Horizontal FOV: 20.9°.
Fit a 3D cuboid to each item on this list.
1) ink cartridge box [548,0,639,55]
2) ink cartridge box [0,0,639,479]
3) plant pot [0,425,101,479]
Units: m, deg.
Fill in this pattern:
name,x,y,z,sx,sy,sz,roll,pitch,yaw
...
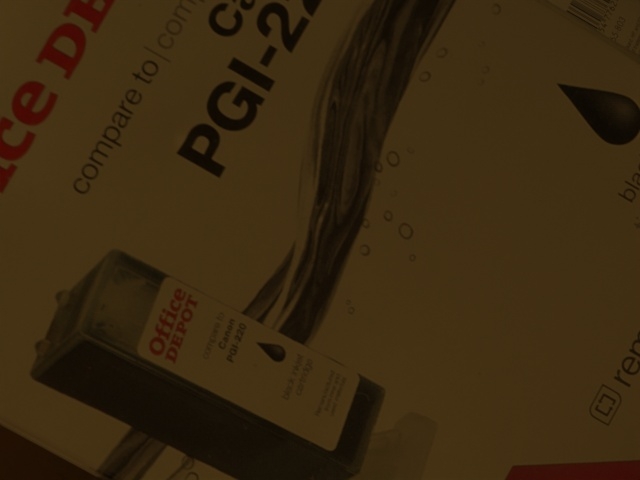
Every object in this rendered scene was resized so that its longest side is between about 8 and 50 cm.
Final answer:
name,x,y,z,sx,sy,sz,roll,pitch,yaw
ink cartridge box,0.064,-0.121,0.684,0.104,0.181,0.061,-62,6,-23
ink cartridge box,0.000,0.000,0.451,0.158,0.218,0.092,-61,6,-3
plant pot,-0.068,0.076,0.661,0.284,0.284,0.191,-63,-28,-26
